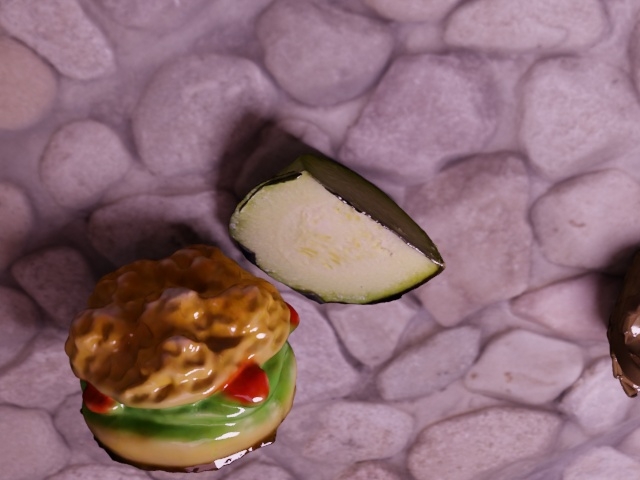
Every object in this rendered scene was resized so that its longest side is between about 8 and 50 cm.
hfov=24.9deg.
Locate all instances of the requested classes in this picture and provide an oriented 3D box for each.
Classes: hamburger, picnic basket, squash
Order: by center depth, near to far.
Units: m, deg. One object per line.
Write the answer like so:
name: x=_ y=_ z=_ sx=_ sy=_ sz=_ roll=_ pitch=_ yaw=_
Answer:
hamburger: x=-0.129 y=0.098 z=1.383 sx=0.237 sy=0.237 sz=0.149 roll=-7 pitch=123 yaw=2
squash: x=0.009 y=-0.020 z=1.406 sx=0.192 sy=0.085 sz=0.184 roll=35 pitch=145 yaw=-22
picnic basket: x=0.351 y=0.108 z=1.437 sx=0.128 sy=0.178 sz=0.138 roll=6 pitch=125 yaw=-6
